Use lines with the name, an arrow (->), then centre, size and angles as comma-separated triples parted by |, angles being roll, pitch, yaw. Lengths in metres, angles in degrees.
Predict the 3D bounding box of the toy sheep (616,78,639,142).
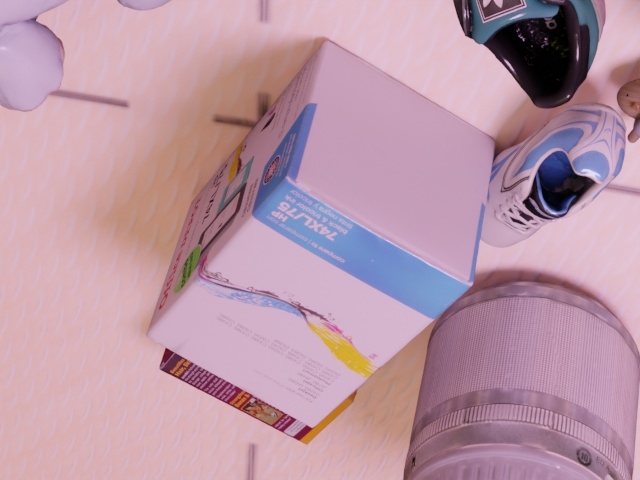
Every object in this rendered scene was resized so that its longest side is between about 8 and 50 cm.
toy sheep -> 0.320, -0.103, 1.483 | 0.132, 0.091, 0.091 | 23, 135, 0

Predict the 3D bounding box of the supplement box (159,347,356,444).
supplement box -> -0.061, 0.126, 1.811 | 0.188, 0.081, 0.104 | 29, 134, -14

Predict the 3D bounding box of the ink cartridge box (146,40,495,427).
ink cartridge box -> 0.000, 0.000, 1.588 | 0.197, 0.198, 0.270 | 30, 133, -15

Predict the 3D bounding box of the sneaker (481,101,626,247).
sneaker -> 0.197, -0.046, 1.555 | 0.085, 0.086, 0.237 | 30, 149, -7

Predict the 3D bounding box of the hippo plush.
hippo plush -> -0.226, -0.271, 1.399 | 0.236, 0.234, 0.294 | -26, 164, 3

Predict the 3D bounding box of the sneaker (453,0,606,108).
sneaker -> 0.147, -0.238, 1.369 | 0.108, 0.121, 0.302 | -18, 127, 29

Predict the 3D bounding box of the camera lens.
camera lens -> 0.200, 0.194, 1.670 | 0.219, 0.274, 0.219 | 7, 135, 7
